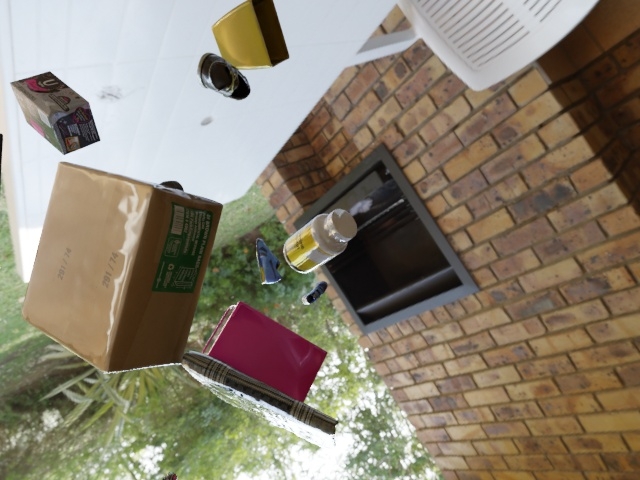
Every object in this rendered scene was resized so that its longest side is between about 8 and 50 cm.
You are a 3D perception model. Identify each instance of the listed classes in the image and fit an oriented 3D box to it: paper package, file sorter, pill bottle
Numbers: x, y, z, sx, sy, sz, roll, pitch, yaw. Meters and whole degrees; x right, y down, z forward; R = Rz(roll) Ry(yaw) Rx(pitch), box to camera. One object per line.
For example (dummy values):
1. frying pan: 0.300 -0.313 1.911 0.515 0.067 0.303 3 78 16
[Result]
1. paper package: -0.376 0.042 0.798 0.168 0.309 0.325 13 93 -61
2. file sorter: -0.174 0.333 1.198 0.202 0.290 0.182 -61 -165 -18
3. pill bottle: 0.000 0.000 1.005 0.103 0.103 0.184 -29 175 -47

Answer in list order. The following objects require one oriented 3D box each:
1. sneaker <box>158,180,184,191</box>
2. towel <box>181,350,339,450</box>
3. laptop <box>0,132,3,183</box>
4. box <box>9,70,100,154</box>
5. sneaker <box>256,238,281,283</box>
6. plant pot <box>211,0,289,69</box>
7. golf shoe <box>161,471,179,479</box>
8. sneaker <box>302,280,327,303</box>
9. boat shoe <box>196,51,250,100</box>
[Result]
1. sneaker: -0.607 -0.040 1.703 0.158 0.410 0.182 -3 165 -9
2. towel: -0.105 0.334 0.870 0.324 0.312 0.056 90 23 -59
3. laptop: -1.144 -0.105 1.206 0.382 0.408 0.236 -26 154 21
4. box: -0.896 -0.438 1.437 0.142 0.247 0.163 -40 156 -35
5. sneaker: -0.191 0.073 1.549 0.082 0.209 0.069 -9 136 -12
6. plant pot: -0.252 -0.712 1.486 0.187 0.212 0.212 -7 -151 20
7. golf shoe: -0.466 0.777 1.187 0.105 0.120 0.273 -51 171 15
8. sneaker: -0.020 0.246 1.957 0.144 0.053 0.059 -42 -173 -11
9. boat shoe: -0.225 -0.386 1.008 0.228 0.068 0.081 -60 172 -78
